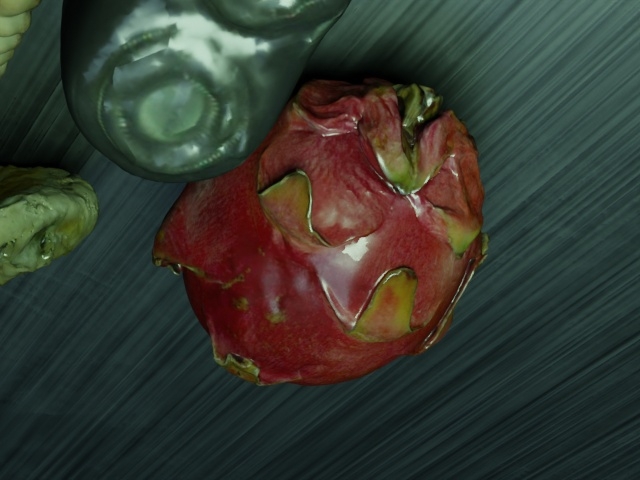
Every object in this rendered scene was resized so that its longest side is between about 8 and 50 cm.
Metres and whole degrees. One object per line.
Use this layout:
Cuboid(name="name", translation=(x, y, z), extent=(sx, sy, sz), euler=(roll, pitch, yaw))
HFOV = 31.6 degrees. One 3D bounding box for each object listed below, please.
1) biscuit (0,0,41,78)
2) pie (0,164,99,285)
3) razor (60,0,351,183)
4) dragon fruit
Cuboid(name="biscuit", translation=(-0.222, -0.165, 0.710), extent=(0.044, 0.217, 0.325), euler=(7, 158, -26))
Cuboid(name="pie", translation=(-0.342, -0.003, 0.896), extent=(0.339, 0.339, 0.077), euler=(-5, 109, 15))
Cuboid(name="razor", translation=(-0.071, -0.203, 0.598), extent=(0.113, 0.349, 0.204), euler=(15, 130, -31))
Cuboid(name="dragon fruit", translation=(-0.002, 0.001, 0.894), extent=(0.315, 0.250, 0.250), euler=(-14, 135, 45))
